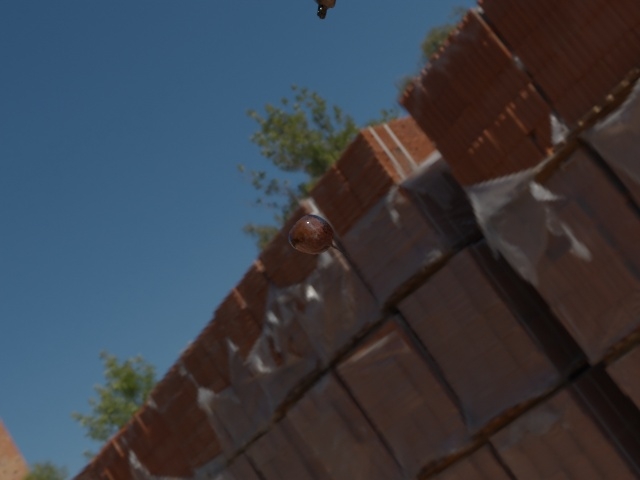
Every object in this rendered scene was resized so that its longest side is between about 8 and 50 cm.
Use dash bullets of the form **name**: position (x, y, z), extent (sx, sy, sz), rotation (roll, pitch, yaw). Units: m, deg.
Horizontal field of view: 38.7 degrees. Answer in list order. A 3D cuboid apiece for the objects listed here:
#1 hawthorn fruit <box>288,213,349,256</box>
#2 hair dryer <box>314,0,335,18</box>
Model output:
- **hawthorn fruit**: position (0.000, 0.000, 1.481), extent (0.067, 0.103, 0.066), rotation (-49, -24, -31)
- **hair dryer**: position (0.015, -0.411, 1.339), extent (0.064, 0.117, 0.181), rotation (25, -104, -51)
